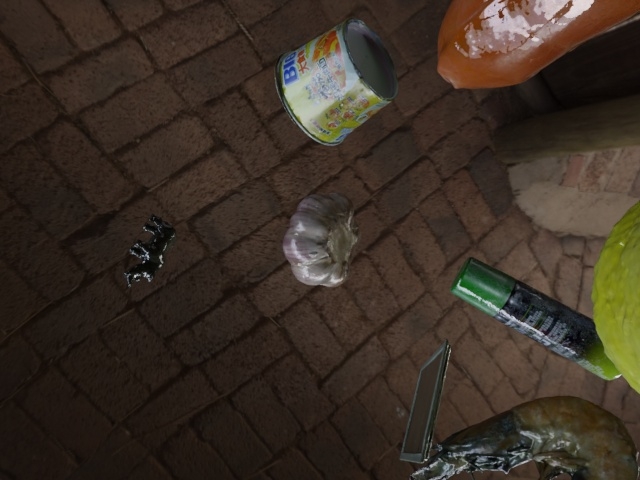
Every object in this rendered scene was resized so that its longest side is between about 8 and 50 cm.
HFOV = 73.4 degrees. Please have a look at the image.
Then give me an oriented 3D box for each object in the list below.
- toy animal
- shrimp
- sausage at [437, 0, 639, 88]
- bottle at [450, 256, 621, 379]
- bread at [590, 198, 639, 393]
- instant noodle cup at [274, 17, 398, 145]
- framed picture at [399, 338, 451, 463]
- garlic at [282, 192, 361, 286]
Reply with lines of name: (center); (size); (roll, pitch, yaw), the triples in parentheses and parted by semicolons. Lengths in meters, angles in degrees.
toy animal: (-0.305, 0.023, 0.766); (0.065, 0.047, 0.135); (33, 54, -23)
shrimp: (0.361, 0.448, 0.824); (0.445, 0.272, 0.085); (-29, 110, 28)
sausage: (0.226, -0.250, 0.432); (0.133, 0.258, 0.133); (12, 68, -33)
bottle: (0.424, 0.147, 0.846); (0.330, 0.093, 0.093); (29, 81, 12)
bread: (0.492, 0.049, 0.404); (0.349, 0.308, 0.347); (-3, 75, 11)
instant noodle cup: (0.039, -0.301, 0.799); (0.205, 0.153, 0.204); (26, 53, -41)
framed picture: (0.222, 0.354, 0.917); (0.018, 0.293, 0.231); (16, 66, 11)
garlic: (0.000, 0.000, 0.721); (0.147, 0.102, 0.159); (-14, 105, -45)
